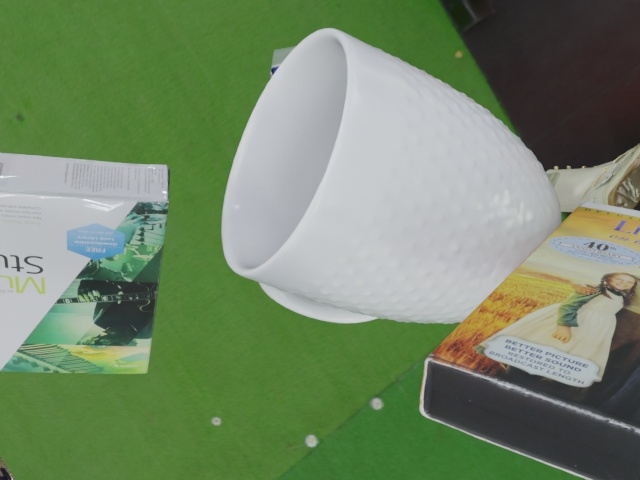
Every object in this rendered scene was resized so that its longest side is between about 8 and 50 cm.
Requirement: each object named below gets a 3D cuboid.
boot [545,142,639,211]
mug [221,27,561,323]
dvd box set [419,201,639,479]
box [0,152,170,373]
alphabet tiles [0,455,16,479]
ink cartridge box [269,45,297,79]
[{"bbox_3d":[0.467,-0.106,1.356,0.213,0.165,0.077,-39,114,-34],"label":"boot"},{"bbox_3d":[0.070,-0.018,0.951,0.328,0.374,0.276,20,46,-25],"label":"mug"},{"bbox_3d":[0.319,0.082,0.729,0.420,0.307,0.062,-31,129,-50],"label":"dvd box set"},{"bbox_3d":[-0.290,0.039,0.866,0.232,0.322,0.058,3,51,-13],"label":"box"},{"bbox_3d":[-0.604,0.352,1.204,0.011,0.342,0.285,-40,81,15],"label":"alphabet tiles"},{"bbox_3d":[-0.029,-0.182,1.185,0.069,0.371,0.176,-10,107,3],"label":"ink cartridge box"}]
